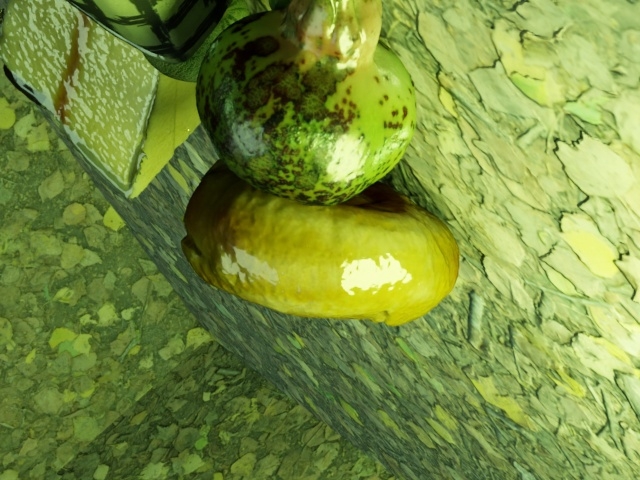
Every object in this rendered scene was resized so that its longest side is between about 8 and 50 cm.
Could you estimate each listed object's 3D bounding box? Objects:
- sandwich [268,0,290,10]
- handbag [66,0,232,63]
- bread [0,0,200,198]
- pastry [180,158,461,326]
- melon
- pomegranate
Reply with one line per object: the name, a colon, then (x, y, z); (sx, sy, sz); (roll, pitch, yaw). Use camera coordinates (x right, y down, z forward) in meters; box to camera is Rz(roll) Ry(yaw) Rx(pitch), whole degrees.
sandwich: (-0.024, -0.308, 1.127); (0.074, 0.074, 0.116); (121, 139, -75)
handbag: (-0.267, -0.354, 1.092); (0.327, 0.162, 0.325); (32, 172, 12)
bread: (-0.356, -0.317, 1.637); (0.346, 0.242, 0.405); (42, 167, 11)
pastry: (0.000, 0.000, 1.302); (0.356, 0.163, 0.356); (18, -168, -4)
melon: (-0.162, -0.268, 1.353); (0.139, 0.139, 0.192); (53, 159, -16)
pomegranate: (-0.011, -0.175, 1.105); (0.204, 0.222, 0.276); (39, 131, 55)
